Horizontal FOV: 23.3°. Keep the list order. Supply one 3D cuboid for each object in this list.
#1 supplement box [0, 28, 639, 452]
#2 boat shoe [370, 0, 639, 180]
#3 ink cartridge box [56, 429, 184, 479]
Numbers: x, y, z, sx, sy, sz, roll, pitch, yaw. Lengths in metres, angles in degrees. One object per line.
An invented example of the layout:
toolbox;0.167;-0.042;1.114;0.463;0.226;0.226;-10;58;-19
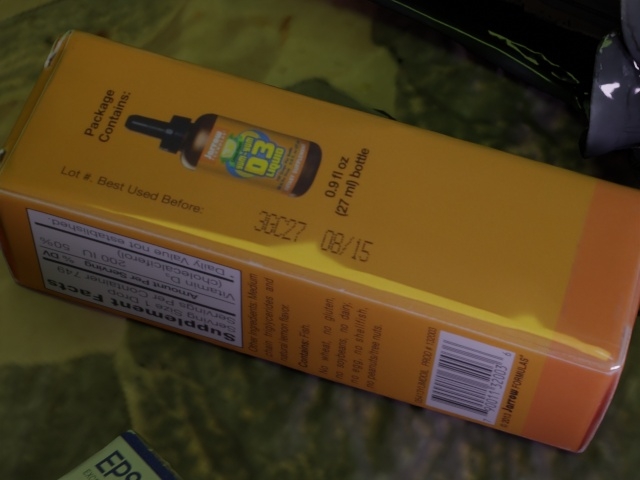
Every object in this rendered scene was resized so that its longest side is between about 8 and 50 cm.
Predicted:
supplement box;0.000;0.000;0.576;0.233;0.080;0.078;18;60;6
boat shoe;0.120;-0.083;0.601;0.340;0.127;0.113;36;66;19
ink cartridge box;-0.100;0.163;0.425;0.224;0.045;0.223;-29;28;-18
